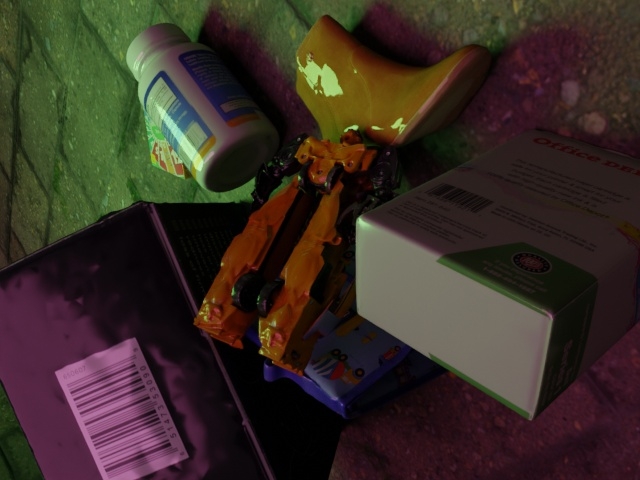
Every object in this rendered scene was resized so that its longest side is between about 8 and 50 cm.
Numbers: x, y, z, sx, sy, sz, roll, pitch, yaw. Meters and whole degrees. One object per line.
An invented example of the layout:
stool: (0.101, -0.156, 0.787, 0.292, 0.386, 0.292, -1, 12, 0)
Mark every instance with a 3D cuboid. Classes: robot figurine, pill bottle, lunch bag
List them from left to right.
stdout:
pill bottle: (-0.200, -0.223, 1.136, 0.272, 0.152, 0.152, 53, 142, 19)
robot figurine: (-0.018, -0.001, 0.810, 0.211, 0.291, 0.085, 16, 159, 38)
lunch bag: (0.039, 0.107, 0.898, 0.221, 0.293, 0.138, 36, 135, 34)

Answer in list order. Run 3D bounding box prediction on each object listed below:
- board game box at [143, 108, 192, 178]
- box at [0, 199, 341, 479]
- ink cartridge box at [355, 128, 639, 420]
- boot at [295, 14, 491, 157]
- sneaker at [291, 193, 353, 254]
board game box: (-0.301, -0.256, 1.347, 0.124, 0.039, 0.259, 24, 124, 42)
box: (-0.204, 0.206, 1.074, 0.472, 0.297, 0.480, -22, -92, -81)
ink cartridge box: (0.200, 0.009, 0.656, 0.201, 0.278, 0.117, 29, 133, 40)
boot: (0.063, -0.203, 0.856, 0.211, 0.104, 0.295, 57, 147, 11)
sneaker: (0.000, 0.000, 1.068, 0.084, 0.083, 0.215, 42, 137, 31)
